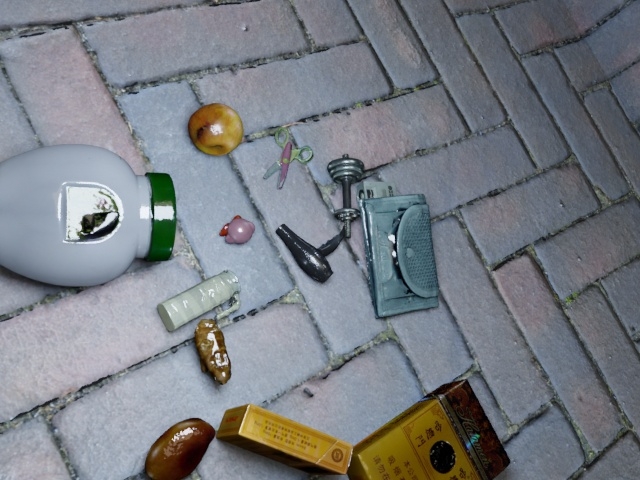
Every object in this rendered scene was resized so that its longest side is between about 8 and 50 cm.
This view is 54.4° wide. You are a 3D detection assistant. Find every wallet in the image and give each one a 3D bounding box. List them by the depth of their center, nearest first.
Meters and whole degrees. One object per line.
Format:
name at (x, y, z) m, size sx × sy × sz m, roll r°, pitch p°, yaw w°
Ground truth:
wallet at (0.238, 0.038, 1.787) m, size 0.237 × 0.075 × 0.341 m, roll -6°, pitch 89°, yaw -32°

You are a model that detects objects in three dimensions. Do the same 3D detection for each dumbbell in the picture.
dumbbell at (0.076, -0.129, 1.790) m, size 0.110 × 0.110 × 0.254 m, roll 6°, pitch 72°, yaw -25°

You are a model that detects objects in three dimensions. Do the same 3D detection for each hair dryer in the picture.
hair dryer at (0.000, 0.000, 1.740) m, size 0.195 × 0.075 × 0.219 m, roll 47°, pitch 47°, yaw 6°

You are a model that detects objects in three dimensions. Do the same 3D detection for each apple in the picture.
apple at (-0.279, -0.290, 1.644) m, size 0.147 × 0.146 × 0.146 m, roll 9°, pitch 68°, yaw -24°

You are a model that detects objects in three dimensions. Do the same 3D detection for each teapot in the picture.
teapot at (-0.283, 0.156, 1.517) m, size 0.201 × 0.077 × 0.107 m, roll -29°, pitch 91°, yaw -32°

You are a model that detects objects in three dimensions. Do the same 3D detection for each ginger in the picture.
ginger at (-0.257, 0.270, 1.478) m, size 0.074 × 0.103 × 0.162 m, roll -17°, pitch 73°, yaw -8°

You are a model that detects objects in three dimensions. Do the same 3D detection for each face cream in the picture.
face cream at (-0.518, -0.055, 1.381) m, size 0.357 × 0.219 × 0.312 m, roll 0°, pitch 88°, yaw -26°

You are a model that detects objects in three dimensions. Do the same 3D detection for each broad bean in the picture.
broad bean at (-0.313, 0.466, 1.383) m, size 0.114 × 0.084 × 0.165 m, roll 44°, pitch 64°, yaw -12°

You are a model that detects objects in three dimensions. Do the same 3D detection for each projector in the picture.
projector at (0.172, -0.099, 1.852) m, size 0.115 × 0.061 × 0.147 m, roll 0°, pitch 72°, yaw -28°

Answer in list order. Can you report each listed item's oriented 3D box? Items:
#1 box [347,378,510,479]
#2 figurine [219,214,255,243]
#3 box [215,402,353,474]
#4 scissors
box at (0.282, 0.572, 1.630) m, size 0.416 × 0.116 × 0.264 m, roll -22°, pitch 82°, yaw -31°
figurine at (-0.214, -0.024, 1.625) m, size 0.071 × 0.067 × 0.083 m, roll 39°, pitch 73°, yaw 14°
box at (-0.085, 0.467, 1.445) m, size 0.274 × 0.174 × 0.076 m, roll 27°, pitch 63°, yaw -16°
scissors at (-0.101, -0.229, 1.785) m, size 0.134 × 0.020 × 0.187 m, roll 36°, pitch 58°, yaw -16°
